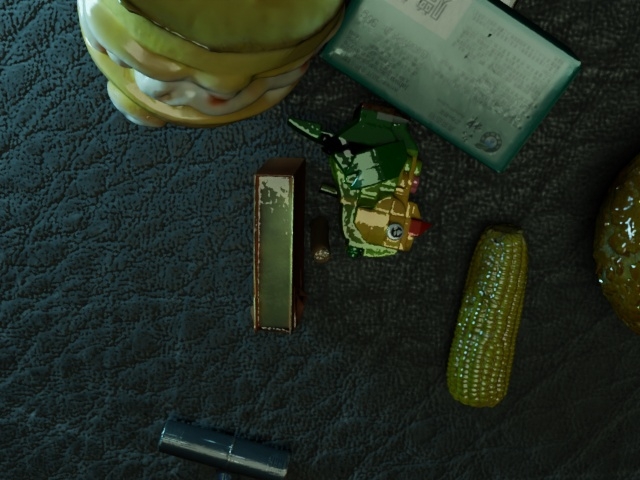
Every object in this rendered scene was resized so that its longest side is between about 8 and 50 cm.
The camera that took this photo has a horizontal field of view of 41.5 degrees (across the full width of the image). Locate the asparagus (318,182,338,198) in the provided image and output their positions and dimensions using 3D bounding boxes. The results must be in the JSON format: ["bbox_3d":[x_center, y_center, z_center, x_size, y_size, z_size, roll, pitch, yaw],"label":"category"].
[{"bbox_3d":[0.059,-0.046,1.031,0.127,0.018,0.015,16,65,-4],"label":"asparagus"}]

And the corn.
[{"bbox_3d":[0.204,0.094,1.029,0.080,0.080,0.231,7,105,1],"label":"corn"}]

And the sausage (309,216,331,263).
[{"bbox_3d":[0.000,0.000,0.996,0.026,0.116,0.026,0,109,-1],"label":"sausage"}]

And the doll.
[{"bbox_3d":[0.052,-0.070,0.972,0.134,0.106,0.186,-18,93,-6],"label":"doll"}]

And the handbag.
[{"bbox_3d":[-0.046,0.005,0.994,0.063,0.127,0.190,3,104,4],"label":"handbag"}]

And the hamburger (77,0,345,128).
[{"bbox_3d":[-0.126,-0.240,0.879,0.276,0.237,0.276,7,67,-18],"label":"hamburger"}]

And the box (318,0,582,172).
[{"bbox_3d":[0.141,-0.207,0.937,0.245,0.092,0.153,32,113,-6],"label":"box"}]

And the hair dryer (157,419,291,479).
[{"bbox_3d":[-0.145,0.345,1.132,0.173,0.050,0.195,17,108,1],"label":"hair dryer"}]

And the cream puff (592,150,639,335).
[{"bbox_3d":[0.455,0.005,0.926,0.303,0.212,0.303,2,108,6],"label":"cream puff"}]

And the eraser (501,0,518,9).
[{"bbox_3d":[0.213,-0.279,0.962,0.027,0.019,0.099,23,107,-2],"label":"eraser"}]
